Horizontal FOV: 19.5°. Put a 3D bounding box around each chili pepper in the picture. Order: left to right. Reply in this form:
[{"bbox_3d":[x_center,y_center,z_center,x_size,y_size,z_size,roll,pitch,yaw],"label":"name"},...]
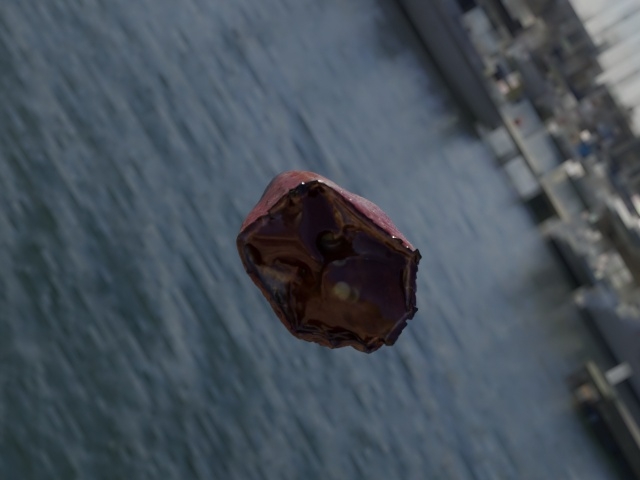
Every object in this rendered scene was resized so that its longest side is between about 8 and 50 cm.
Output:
[{"bbox_3d":[0.000,0.000,1.545,0.253,0.144,0.136,-106,-162,-78],"label":"chili pepper"}]
